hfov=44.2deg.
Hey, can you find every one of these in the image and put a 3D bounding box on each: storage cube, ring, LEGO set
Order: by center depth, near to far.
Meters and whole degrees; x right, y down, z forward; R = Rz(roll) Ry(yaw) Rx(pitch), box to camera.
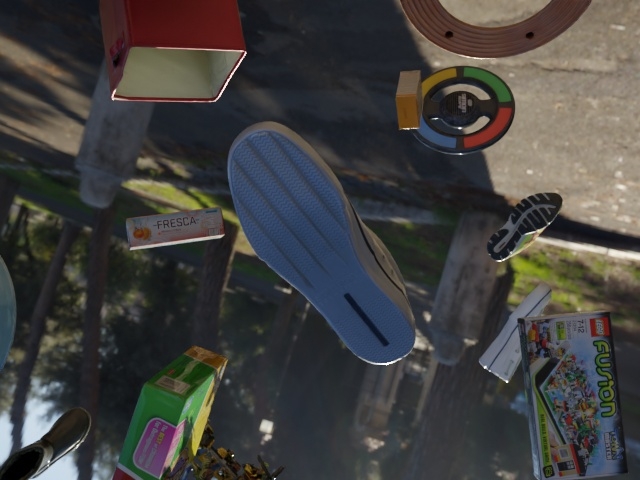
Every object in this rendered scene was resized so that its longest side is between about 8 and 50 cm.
[{"bbox_3d":[0.289,-0.444,1.276,0.336,0.032,0.337,3,138,3],"label":"ring"},{"bbox_3d":[-0.250,-0.357,1.308,0.215,0.193,0.183,-5,165,-25],"label":"storage cube"},{"bbox_3d":[-0.218,0.485,1.540,0.255,0.192,0.331,53,-146,2],"label":"LEGO set"}]

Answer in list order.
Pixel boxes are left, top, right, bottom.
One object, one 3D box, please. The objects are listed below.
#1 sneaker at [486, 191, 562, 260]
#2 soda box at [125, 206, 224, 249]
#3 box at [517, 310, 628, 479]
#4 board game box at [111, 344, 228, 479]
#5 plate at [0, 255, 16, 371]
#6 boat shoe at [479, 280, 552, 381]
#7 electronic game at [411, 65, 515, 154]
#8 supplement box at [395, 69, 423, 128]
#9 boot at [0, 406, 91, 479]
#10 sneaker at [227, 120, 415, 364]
[{"bbox_3d":[0.474,-0.036,1.802,0.094,0.208,0.081,-2,-126,-51],"label":"sneaker"},{"bbox_3d":[-0.280,-0.024,1.522,0.183,0.058,0.063,-8,176,-16],"label":"soda box"},{"bbox_3d":[0.323,0.197,1.012,0.114,0.207,0.036,-6,177,-1],"label":"box"},{"bbox_3d":[-0.246,0.339,1.197,0.064,0.317,0.242,20,-172,5],"label":"board game box"},{"bbox_3d":[-0.387,0.076,0.788,0.188,0.188,0.024,14,-179,20],"label":"plate"},{"bbox_3d":[0.380,0.172,1.458,0.076,0.226,0.083,40,-136,18],"label":"boat shoe"},{"bbox_3d":[0.297,-0.280,1.677,0.229,0.229,0.048,15,155,18],"label":"electronic game"},{"bbox_3d":[0.151,-0.238,1.328,0.036,0.098,0.062,-2,126,13],"label":"supplement box"},{"bbox_3d":[-0.527,0.394,1.509,0.076,0.190,0.208,37,162,6],"label":"boot"},{"bbox_3d":[0.000,0.000,0.709,0.258,0.094,0.091,58,-169,-26],"label":"sneaker"}]
